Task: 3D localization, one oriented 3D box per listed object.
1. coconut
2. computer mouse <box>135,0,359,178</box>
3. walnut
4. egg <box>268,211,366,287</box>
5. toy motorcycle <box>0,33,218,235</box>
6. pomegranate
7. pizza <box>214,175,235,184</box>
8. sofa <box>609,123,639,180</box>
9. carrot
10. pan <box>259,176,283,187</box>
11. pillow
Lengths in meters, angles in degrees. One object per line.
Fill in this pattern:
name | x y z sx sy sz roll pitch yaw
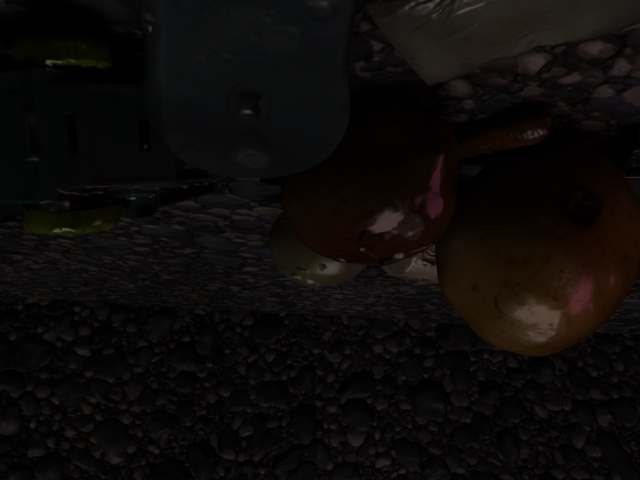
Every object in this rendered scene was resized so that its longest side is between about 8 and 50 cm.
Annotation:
coconut | 0.181 -0.006 1.206 0.182 0.171 0.171 10 166 -17
computer mouse | -0.061 -0.175 0.631 0.188 0.122 0.371 1 161 -6
walnut | 0.067 -0.065 0.916 0.203 0.203 0.298 8 168 -23
egg | 0.002 0.002 1.303 0.201 0.164 0.164 -4 166 32
toy motorcycle | -0.230 -0.116 0.844 0.199 0.191 0.326 3 -172 36
pomegranate | 0.298 0.006 0.999 0.307 0.307 0.307 3 167 1
pizza | -0.224 -0.088 1.000 0.181 0.034 0.262 8 -161 16
sofa | 0.424 -0.114 0.970 0.060 0.039 0.118 0 167 7
carrot | 0.210 -0.129 0.939 0.047 0.047 0.191 13 164 -38
pan | 0.001 -0.104 1.093 0.212 0.040 0.115 7 168 13
pillow | 0.167 -0.199 0.638 0.229 0.050 0.148 -9 167 32
